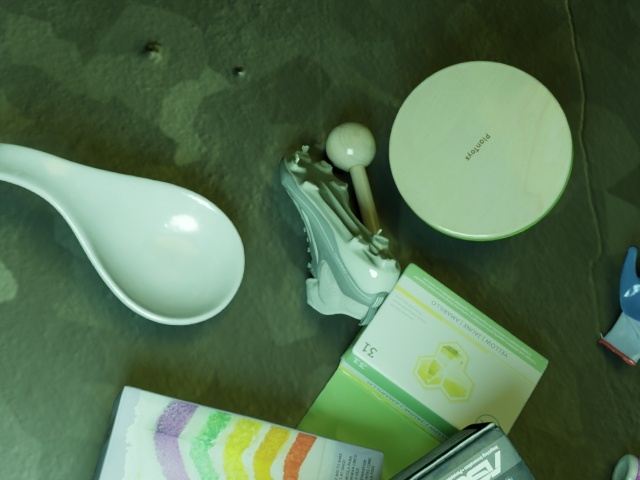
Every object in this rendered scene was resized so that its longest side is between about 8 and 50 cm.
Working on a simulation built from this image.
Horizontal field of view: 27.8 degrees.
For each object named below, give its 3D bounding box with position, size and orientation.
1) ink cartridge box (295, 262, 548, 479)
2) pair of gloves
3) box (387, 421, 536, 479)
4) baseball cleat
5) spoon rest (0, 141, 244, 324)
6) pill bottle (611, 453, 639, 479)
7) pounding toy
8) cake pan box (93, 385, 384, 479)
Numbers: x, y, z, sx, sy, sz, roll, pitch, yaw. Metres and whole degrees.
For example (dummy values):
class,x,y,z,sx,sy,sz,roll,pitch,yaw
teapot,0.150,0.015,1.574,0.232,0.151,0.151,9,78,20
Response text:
class,x,y,z,sx,sy,sz,roll,pitch,yaw
ink cartridge box,0.090,0.160,1.229,0.171,0.056,0.235,36,59,1
pair of gloves,0.378,0.076,1.307,0.198,0.023,0.159,33,90,38
box,0.054,0.376,0.994,0.395,0.097,0.318,-33,85,-11
baseball cleat,0.000,0.000,1.263,0.072,0.109,0.206,8,32,-35
spoon rest,-0.200,-0.016,1.199,0.276,0.084,0.137,24,61,-5
pill bottle,0.332,0.243,1.272,0.083,0.043,0.043,21,62,-8
pounding toy,0.140,-0.074,1.340,0.237,0.110,0.182,-21,80,3
cake pan box,-0.088,0.281,1.100,0.246,0.070,0.266,17,68,-8
